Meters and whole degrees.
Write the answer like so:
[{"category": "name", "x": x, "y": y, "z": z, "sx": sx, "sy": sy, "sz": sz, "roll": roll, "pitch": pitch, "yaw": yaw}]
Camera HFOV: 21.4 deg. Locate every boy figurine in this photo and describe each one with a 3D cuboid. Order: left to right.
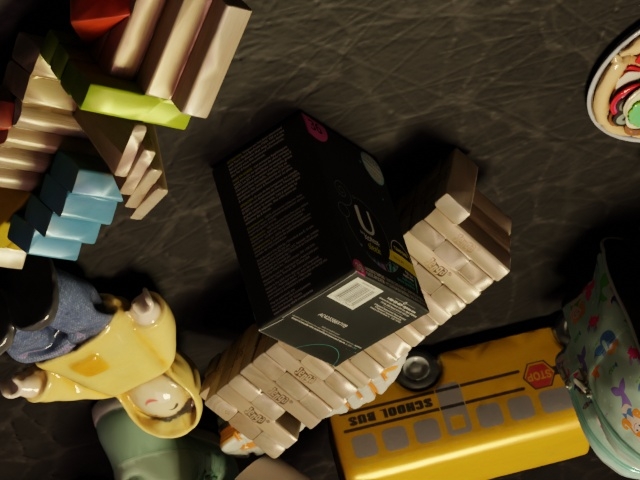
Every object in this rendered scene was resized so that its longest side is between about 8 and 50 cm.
[{"category": "boy figurine", "x": -0.207, "y": 0.105, "z": 1.543, "sx": 0.177, "sy": 0.092, "sz": 0.285, "roll": -29, "pitch": 144, "yaw": 14}]

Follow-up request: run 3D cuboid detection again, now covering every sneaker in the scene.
[{"category": "sneaker", "x": -0.151, "y": 0.267, "z": 1.767, "sx": 0.094, "sy": 0.151, "sz": 0.256, "roll": -25, "pitch": 148, "yaw": 13}, {"category": "sneaker", "x": -0.015, "y": 0.136, "z": 1.696, "sx": 0.215, "sy": 0.083, "sz": 0.084, "roll": -26, "pitch": 148, "yaw": 5}]

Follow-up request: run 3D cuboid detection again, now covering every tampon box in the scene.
[{"category": "tampon box", "x": 0.000, "y": 0.000, "z": 1.402, "sx": 0.101, "sy": 0.161, "sz": 0.120, "roll": -31, "pitch": 147, "yaw": 22}]

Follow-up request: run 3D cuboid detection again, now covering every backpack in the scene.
[{"category": "backpack", "x": 0.358, "y": 0.133, "z": 1.648, "sx": 0.225, "sy": 0.253, "sz": 0.191, "roll": 10, "pitch": 123, "yaw": -22}]

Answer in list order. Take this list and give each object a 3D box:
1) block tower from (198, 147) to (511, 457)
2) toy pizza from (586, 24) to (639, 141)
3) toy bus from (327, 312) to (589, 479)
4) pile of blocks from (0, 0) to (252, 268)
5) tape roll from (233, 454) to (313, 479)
[{"category": "block tower", "x": 0.033, "y": 0.066, "z": 1.532, "sx": 0.097, "sy": 0.091, "sz": 0.335, "roll": 40, "pitch": 118, "yaw": -14}, {"category": "toy pizza", "x": 0.328, "y": -0.140, "z": 1.459, "sx": 0.201, "sy": 0.032, "sz": 0.201, "roll": -12, "pitch": 149, "yaw": -7}, {"category": "toy bus", "x": 0.174, "y": 0.178, "z": 1.799, "sx": 0.333, "sy": 0.130, "sz": 0.108, "roll": -13, "pitch": 149, "yaw": -5}, {"category": "pile of blocks", "x": -0.193, "y": -0.075, "z": 1.203, "sx": 0.113, "sy": 0.149, "sz": 0.362, "roll": 9, "pitch": 141, "yaw": -36}, {"category": "tape roll", "x": -0.048, "y": 0.364, "z": 1.729, "sx": 0.246, "sy": 0.169, "sz": 0.246, "roll": -53, "pitch": 166, "yaw": -19}]
